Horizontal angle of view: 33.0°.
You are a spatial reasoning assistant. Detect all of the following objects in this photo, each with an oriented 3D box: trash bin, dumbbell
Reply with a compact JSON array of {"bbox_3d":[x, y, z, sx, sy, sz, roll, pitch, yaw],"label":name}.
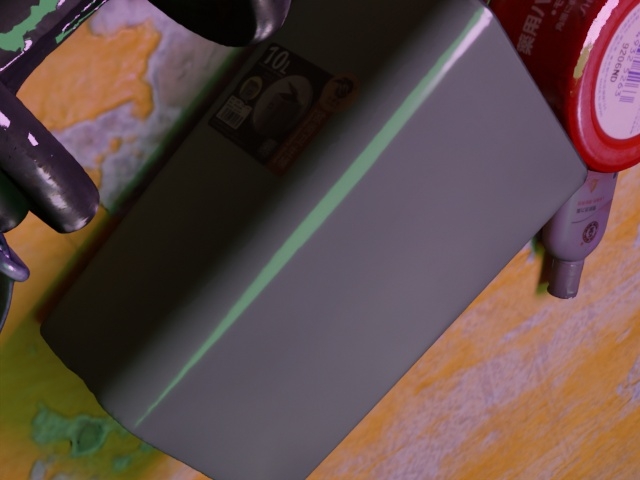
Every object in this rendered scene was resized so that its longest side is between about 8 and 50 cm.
[{"bbox_3d":[0.000,0.000,0.756,0.343,0.158,0.223,-50,136,-5],"label":"trash bin"},{"bbox_3d":[-0.136,-0.124,0.536,0.290,0.192,0.192,-47,136,-12],"label":"dumbbell"}]

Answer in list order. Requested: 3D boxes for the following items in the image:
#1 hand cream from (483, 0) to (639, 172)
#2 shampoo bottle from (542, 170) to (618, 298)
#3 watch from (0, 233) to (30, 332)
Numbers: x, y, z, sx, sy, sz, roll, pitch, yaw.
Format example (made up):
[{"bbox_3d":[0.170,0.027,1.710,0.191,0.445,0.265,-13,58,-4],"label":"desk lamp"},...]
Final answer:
[{"bbox_3d":[0.219,-0.159,0.880,0.193,0.125,0.193,-22,126,-34],"label":"hand cream"},{"bbox_3d":[0.249,-0.021,1.046,0.080,0.040,0.165,-15,122,-37],"label":"shampoo bottle"},{"bbox_3d":[-0.269,0.029,0.605,0.206,0.068,0.193,-3,117,-38],"label":"watch"}]
